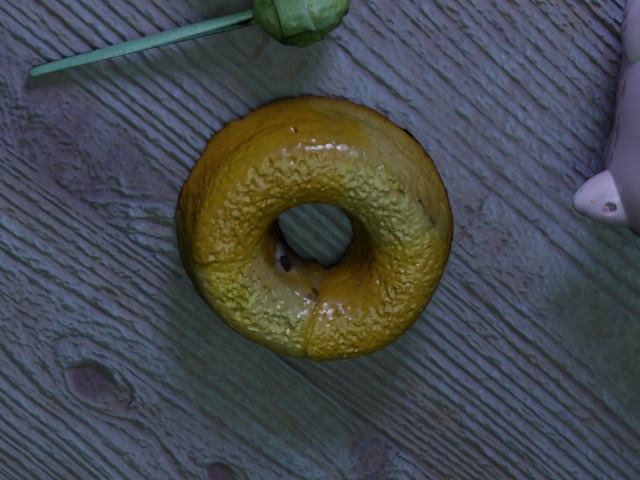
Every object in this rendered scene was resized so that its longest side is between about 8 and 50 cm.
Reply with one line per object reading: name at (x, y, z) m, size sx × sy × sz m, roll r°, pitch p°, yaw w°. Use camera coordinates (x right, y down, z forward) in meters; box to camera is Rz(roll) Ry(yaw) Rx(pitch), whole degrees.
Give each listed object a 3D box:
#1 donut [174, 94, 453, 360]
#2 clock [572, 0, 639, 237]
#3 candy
donut at (0.000, 0.000, 1.827) m, size 0.303 × 0.110 × 0.303 m, roll -2°, pitch 111°, yaw -6°
clock at (0.457, -0.134, 1.760) m, size 0.368 × 0.250 × 0.377 m, roll 24°, pitch 105°, yaw -15°
candy at (-0.134, -0.209, 1.753) m, size 0.335 × 0.092 × 0.093 m, roll -15°, pitch 79°, yaw 6°
